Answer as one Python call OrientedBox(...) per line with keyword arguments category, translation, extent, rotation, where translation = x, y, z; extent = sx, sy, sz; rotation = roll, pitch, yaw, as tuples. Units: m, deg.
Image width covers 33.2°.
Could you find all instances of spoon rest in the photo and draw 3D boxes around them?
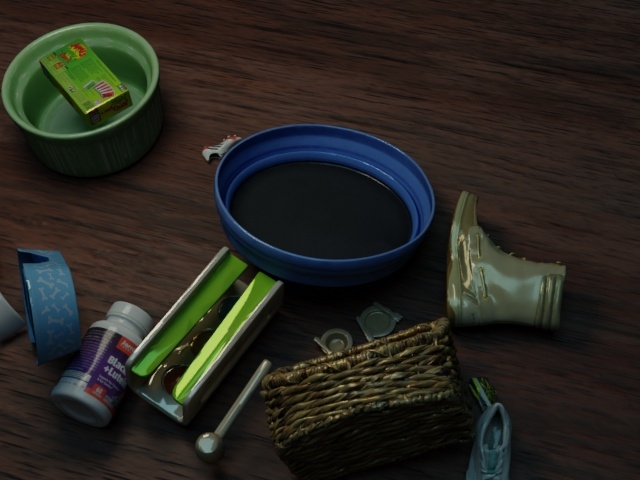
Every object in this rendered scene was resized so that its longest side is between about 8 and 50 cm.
OrientedBox(category="spoon rest", translation=(-0.618, 0.057, 1.916), extent=(0.137, 0.084, 0.276), rotation=(-33, 56, -18))

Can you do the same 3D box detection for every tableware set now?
OrientedBox(category="tableware set", translation=(0.082, 0.182, 1.810), extent=(0.168, 0.020, 0.141), rotation=(-32, 58, -17))

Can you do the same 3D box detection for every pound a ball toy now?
OrientedBox(category="pound a ball toy", translation=(-0.168, 0.198, 1.758), extent=(0.208, 0.136, 0.319), rotation=(31, 62, 12))

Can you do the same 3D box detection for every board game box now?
OrientedBox(category="board game box", translation=(-0.438, -0.295, 1.999), extent=(0.092, 0.043, 0.181), rotation=(-33, 59, -18))

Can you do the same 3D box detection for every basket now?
OrientedBox(category="basket", translation=(0.062, 0.209, 1.640), extent=(0.299, 0.213, 0.223), rotation=(-17, 55, 10))

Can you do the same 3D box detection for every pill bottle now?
OrientedBox(category="pill bottle", translation=(-0.354, 0.201, 1.779), extent=(0.108, 0.108, 0.193), rotation=(16, 58, 16))

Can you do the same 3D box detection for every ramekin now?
OrientedBox(category="ramekin", translation=(-0.453, -0.268, 2.101), extent=(0.303, 0.148, 0.303), rotation=(-2, 54, 3))

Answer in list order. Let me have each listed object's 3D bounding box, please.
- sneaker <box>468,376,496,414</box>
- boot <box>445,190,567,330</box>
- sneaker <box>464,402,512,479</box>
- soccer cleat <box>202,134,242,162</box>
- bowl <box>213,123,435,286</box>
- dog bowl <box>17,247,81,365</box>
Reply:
OrientedBox(category="sneaker", translation=(0.272, 0.254, 1.735), extent=(0.035, 0.031, 0.083), rotation=(-15, 60, -20))
OrientedBox(category="boot", translation=(0.320, 0.035, 1.849), extent=(0.203, 0.095, 0.262), rotation=(3, 56, 7))
OrientedBox(category="sneaker", translation=(0.256, 0.348, 1.623), extent=(0.080, 0.094, 0.212), rotation=(3, 65, 5))
OrientedBox(category="soccer cleat", translation=(-0.189, -0.177, 2.089), extent=(0.083, 0.029, 0.036), rotation=(-20, 64, -6))
OrientedBox(category="bowl", translation=(0.005, -0.066, 1.902), extent=(0.391, 0.077, 0.391), rotation=(5, 41, -4))
OrientedBox(category="dog bowl", translation=(-0.451, 0.101, 1.783), extent=(0.074, 0.166, 0.297), rotation=(-9, 13, -18))
